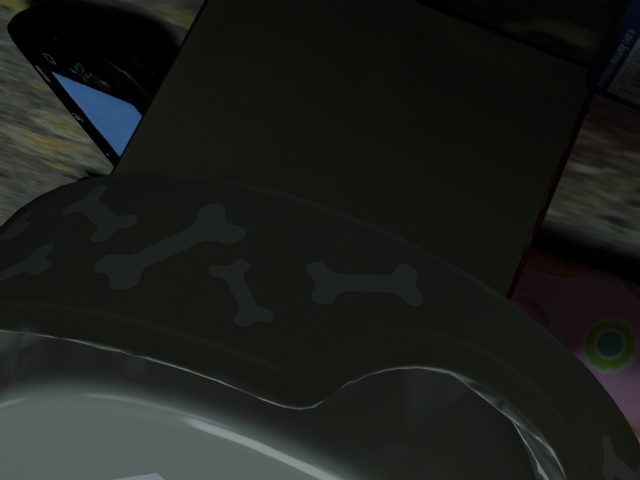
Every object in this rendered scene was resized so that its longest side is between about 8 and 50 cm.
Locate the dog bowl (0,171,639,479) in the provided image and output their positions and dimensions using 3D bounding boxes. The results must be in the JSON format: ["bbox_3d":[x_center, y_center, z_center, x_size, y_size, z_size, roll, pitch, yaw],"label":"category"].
[{"bbox_3d":[-0.021,0.108,0.802,0.348,0.102,0.349,17,146,12],"label":"dog bowl"}]

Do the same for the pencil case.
[{"bbox_3d":[0.109,0.066,1.070,0.284,0.124,0.124,20,159,19],"label":"pencil case"}]

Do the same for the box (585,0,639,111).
[{"bbox_3d":[0.228,-0.055,0.762,0.225,0.036,0.136,25,160,2],"label":"box"}]

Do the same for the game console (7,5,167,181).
[{"bbox_3d":[-0.091,-0.029,1.182,0.213,0.044,0.361,13,156,28],"label":"game console"}]

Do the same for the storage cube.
[{"bbox_3d":[0.000,0.000,0.920,0.183,0.215,0.193,24,153,3],"label":"storage cube"}]
